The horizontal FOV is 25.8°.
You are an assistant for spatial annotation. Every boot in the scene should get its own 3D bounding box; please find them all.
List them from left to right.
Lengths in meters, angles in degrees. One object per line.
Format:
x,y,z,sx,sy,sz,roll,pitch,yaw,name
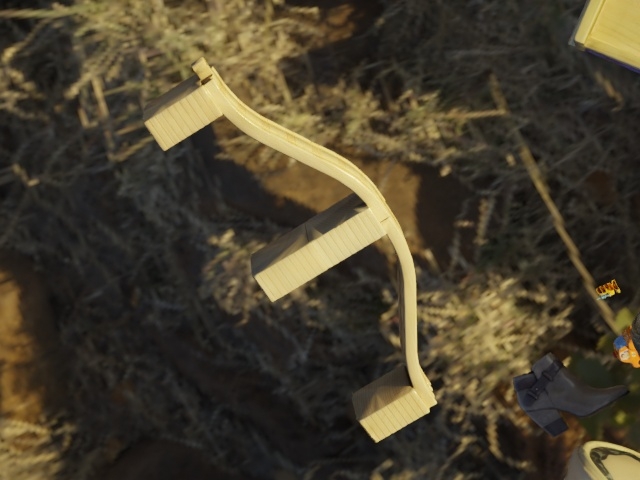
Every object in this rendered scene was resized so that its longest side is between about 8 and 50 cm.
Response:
0.285,0.168,1.613,0.118,0.042,0.087,-30,79,2,boot

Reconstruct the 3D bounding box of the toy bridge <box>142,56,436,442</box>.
0.000,0.000,0.592,0.063,0.026,0.188,-31,113,8,toy bridge

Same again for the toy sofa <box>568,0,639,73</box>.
0.524,-0.259,1.855,0.362,0.177,0.150,24,98,9,toy sofa

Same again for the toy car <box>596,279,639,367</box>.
0.409,0.120,1.925,0.060,0.040,0.122,66,-174,-51,toy car

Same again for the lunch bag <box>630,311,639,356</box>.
0.490,0.159,1.549,0.212,0.256,0.305,-37,90,-5,lunch bag

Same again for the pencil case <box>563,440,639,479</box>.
0.225,0.378,1.213,0.160,0.183,0.410,22,99,8,pencil case
